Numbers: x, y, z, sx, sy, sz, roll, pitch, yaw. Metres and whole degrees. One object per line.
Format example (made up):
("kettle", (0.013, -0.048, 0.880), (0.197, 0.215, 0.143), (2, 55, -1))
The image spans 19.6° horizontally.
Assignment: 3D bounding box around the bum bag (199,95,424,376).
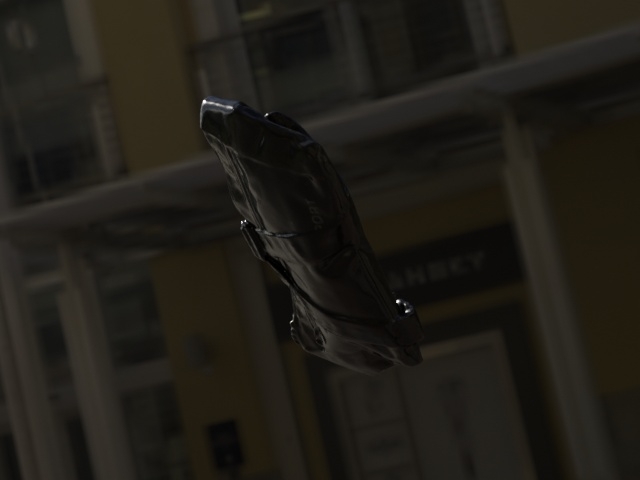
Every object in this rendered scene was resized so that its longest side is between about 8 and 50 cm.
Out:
("bum bag", (0.000, 0.000, 0.972), (0.087, 0.197, 0.049), (18, 55, 42))
